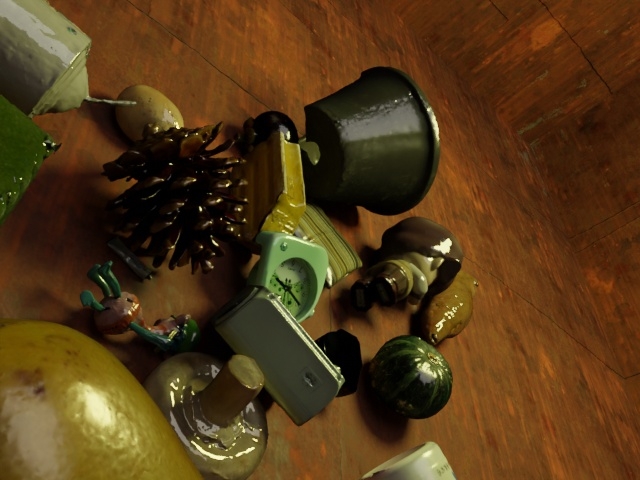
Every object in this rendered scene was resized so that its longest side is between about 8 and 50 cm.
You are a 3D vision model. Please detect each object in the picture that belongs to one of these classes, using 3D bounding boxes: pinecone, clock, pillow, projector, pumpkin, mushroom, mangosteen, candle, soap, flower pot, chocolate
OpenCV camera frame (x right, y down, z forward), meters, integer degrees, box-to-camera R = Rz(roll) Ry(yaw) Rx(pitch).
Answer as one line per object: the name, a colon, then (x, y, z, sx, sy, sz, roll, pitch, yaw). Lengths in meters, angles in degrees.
pinecone: (-0.236, -0.067, 1.139, 0.264, 0.264, 0.264, 35, 35, -29)
clock: (-0.074, 0.094, 1.303, 0.159, 0.066, 0.211, 23, 81, -43)
pillow: (0.000, 0.000, 1.573, 0.208, 0.052, 0.212, 54, 27, 4)
projector: (-0.077, 0.172, 1.117, 0.198, 0.108, 0.250, 50, -10, -5)
pumpkin: (0.193, 0.290, 1.456, 0.190, 0.146, 0.190, 36, 11, -8)
mushroom: (-0.149, 0.237, 0.963, 0.207, 0.215, 0.207, 28, 35, -22)
mangosteen: (-0.125, -0.232, 1.584, 0.151, 0.137, 0.137, -3, 55, -16)
candle: (-0.458, -0.288, 1.092, 0.330, 0.187, 0.187, 40, 33, -24)
soap: (-0.110, -0.083, 1.400, 0.080, 0.160, 0.258, 31, 38, -36)
flower pot: (0.080, -0.220, 1.675, 0.251, 0.379, 0.379, -14, 70, -40)
chocolate: (0.021, 0.243, 1.334, 0.148, 0.080, 0.125, -3, 73, -64)

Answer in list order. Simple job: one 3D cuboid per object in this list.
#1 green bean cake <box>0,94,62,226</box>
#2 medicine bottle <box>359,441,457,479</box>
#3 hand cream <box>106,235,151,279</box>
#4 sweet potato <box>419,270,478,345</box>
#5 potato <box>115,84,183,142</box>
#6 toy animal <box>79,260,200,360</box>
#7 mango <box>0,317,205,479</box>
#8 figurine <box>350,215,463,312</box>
green bean cake: (-0.500, -0.107, 0.869, 0.247, 0.156, 0.250, 37, 26, -22)
medicine bottle: (0.198, 0.521, 1.206, 0.170, 0.170, 0.293, -6, 66, -56)
hand cream: (-0.316, 0.032, 1.139, 0.093, 0.019, 0.030, 45, 32, -2)
sweet potato: (0.326, 0.190, 1.772, 0.131, 0.131, 0.337, 49, 30, -9)
potato: (-0.323, -0.234, 1.315, 0.147, 0.112, 0.112, 47, 30, 2)
toy animal: (-0.269, 0.118, 1.028, 0.208, 0.100, 0.103, 47, -10, -36)
mango: (-0.271, 0.278, 0.743, 0.446, 0.232, 0.300, 51, 25, -20)
figurine: (0.215, 0.085, 1.646, 0.206, 0.218, 0.365, 51, 36, -9)
